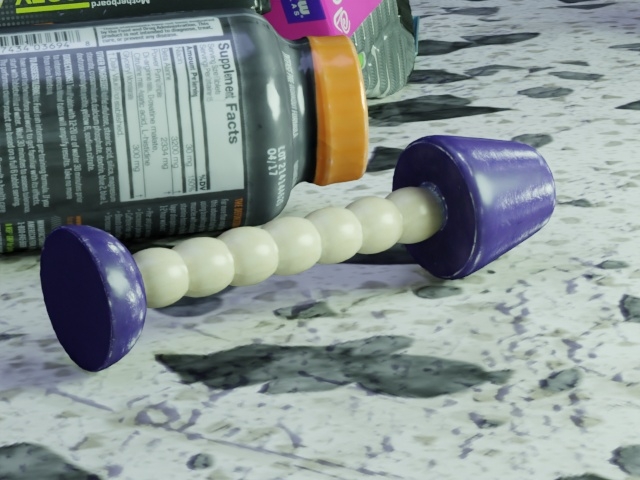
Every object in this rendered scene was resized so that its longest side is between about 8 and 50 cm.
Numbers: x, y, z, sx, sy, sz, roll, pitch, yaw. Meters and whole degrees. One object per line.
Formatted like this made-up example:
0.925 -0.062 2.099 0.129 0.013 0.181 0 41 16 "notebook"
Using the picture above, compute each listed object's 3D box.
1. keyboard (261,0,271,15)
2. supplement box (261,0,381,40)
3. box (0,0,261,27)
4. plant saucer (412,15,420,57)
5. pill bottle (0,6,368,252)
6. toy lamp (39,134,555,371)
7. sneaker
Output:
-0.203 -0.138 1.320 0.317 0.033 0.201 -19 -25 23 "keyboard"
-0.075 -0.197 1.420 0.220 0.111 0.114 -4 29 29 "supplement box"
-0.182 -0.113 1.263 0.270 0.060 0.216 -6 -20 -11 "box"
0.051 -0.169 1.701 0.067 0.018 0.192 -2 16 4 "plant saucer"
-0.098 -0.066 1.146 0.245 0.130 0.130 -6 15 -10 "pill bottle"
0.000 0.000 0.988 0.274 0.080 0.080 -16 20 -32 "toy lamp"
-0.019 -0.139 1.487 0.132 0.086 0.228 1 17 23 "sneaker"
